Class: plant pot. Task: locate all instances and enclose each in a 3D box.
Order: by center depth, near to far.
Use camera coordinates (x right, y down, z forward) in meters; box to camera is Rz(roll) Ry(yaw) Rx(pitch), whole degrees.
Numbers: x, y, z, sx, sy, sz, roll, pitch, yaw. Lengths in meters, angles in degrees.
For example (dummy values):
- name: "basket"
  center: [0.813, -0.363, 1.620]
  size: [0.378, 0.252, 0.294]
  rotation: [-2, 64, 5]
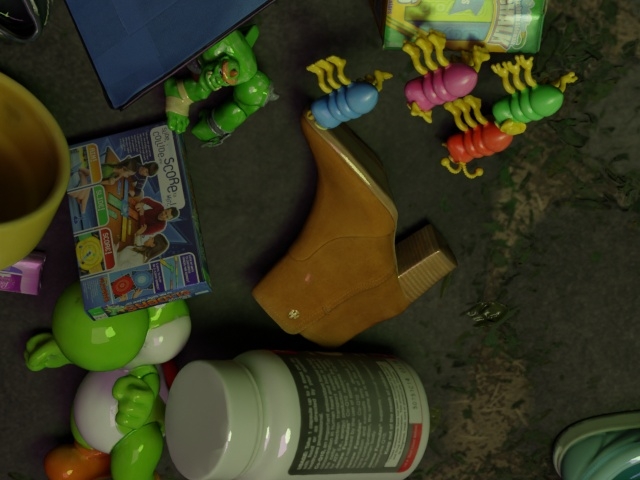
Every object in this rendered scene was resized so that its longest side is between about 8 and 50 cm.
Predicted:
- name: "plant pot"
  center: [-0.421, -0.031, 1.585]
  size: [0.254, 0.254, 0.239]
  rotation: [19, 132, -16]

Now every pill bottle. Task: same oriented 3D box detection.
- name: "pill bottle"
  center: [-0.026, 0.208, 1.741]
  size: [0.283, 0.161, 0.161]
  rotation: [6, 124, -37]

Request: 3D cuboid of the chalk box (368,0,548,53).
- name: "chalk box"
  center: [0.166, -0.278, 1.538]
  size: [0.213, 0.132, 0.132]
  rotation: [0, 121, -6]

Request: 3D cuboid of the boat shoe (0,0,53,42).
- name: "boat shoe"
  center: [-0.374, -0.299, 1.509]
  size: [0.095, 0.079, 0.254]
  rotation: [-32, 118, 14]

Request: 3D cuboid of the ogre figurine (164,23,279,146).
- name: "ogre figurine"
  center: [-0.127, -0.191, 1.592]
  size: [0.118, 0.097, 0.197]
  rotation: [-15, 107, 25]

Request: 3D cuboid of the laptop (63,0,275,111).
- name: "laptop"
  center: [-0.169, -0.414, 1.367]
  size: [0.382, 0.236, 0.408]
  rotation: [-34, 118, 14]

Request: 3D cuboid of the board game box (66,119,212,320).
- name: "board game box"
  center: [-0.202, -0.024, 1.630]
  size: [0.136, 0.201, 0.035]
  rotation: [-13, 157, 4]

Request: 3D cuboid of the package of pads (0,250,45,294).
- name: "package of pads"
  center: [-0.364, 0.033, 1.738]
  size: [0.083, 0.032, 0.050]
  rotation: [8, 119, -10]

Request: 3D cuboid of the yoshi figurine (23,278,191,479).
- name: "yoshi figurine"
  center: [-0.254, 0.164, 1.738]
  size: [0.204, 0.203, 0.362]
  rotation: [12, 117, -4]

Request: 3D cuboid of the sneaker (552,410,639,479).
- name: "sneaker"
  center: [0.486, 0.281, 1.890]
  size: [0.366, 0.150, 0.135]
  rotation: [-17, 122, 5]

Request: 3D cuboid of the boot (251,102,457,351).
- name: "boot"
  center: [0.000, 0.000, 1.708]
  size: [0.211, 0.104, 0.295]
  rotation: [-33, 122, 14]

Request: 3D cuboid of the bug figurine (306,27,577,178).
- name: "bug figurine"
  center: [0.131, -0.139, 1.565]
  size: [0.279, 0.072, 0.216]
  rotation: [11, 160, -35]
